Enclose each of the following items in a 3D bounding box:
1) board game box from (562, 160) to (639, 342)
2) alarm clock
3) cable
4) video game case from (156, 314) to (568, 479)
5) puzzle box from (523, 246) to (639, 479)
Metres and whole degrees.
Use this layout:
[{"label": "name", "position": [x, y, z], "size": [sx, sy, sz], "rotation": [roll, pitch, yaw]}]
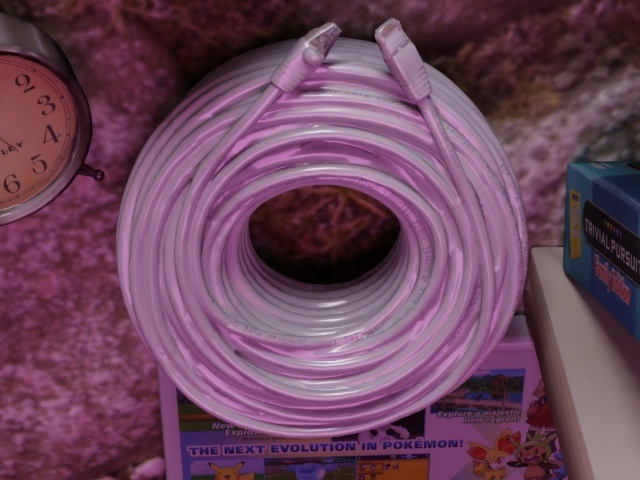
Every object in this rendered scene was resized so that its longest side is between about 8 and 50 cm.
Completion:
[{"label": "board game box", "position": [0.336, 0.006, 0.891], "size": [0.336, 0.254, 0.079], "rotation": [0, 101, -4]}, {"label": "alarm clock", "position": [-0.210, -0.087, 0.891], "size": [0.129, 0.064, 0.192], "rotation": [-25, 137, -6]}, {"label": "cable", "position": [0.000, 0.000, 0.951], "size": [0.257, 0.089, 0.257], "rotation": [-32, 115, 14]}, {"label": "video game case", "position": [0.050, 0.182, 1.138], "size": [0.328, 0.036, 0.300], "rotation": [-1, 126, -2]}, {"label": "puzzle box", "position": [0.350, 0.106, 0.956], "size": [0.408, 0.272, 0.052], "rotation": [1, 126, -4]}]
